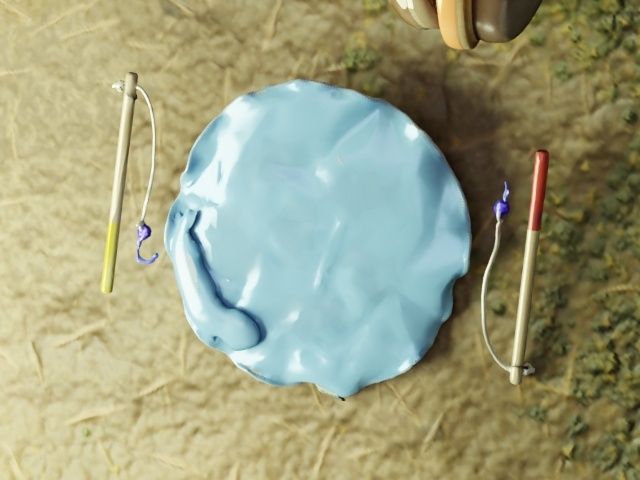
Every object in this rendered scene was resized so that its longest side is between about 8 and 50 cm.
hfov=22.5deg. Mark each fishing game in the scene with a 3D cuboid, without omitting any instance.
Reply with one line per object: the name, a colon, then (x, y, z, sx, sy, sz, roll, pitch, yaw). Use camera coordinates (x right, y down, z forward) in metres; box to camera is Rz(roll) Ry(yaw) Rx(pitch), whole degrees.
fishing game: (0.000, 0.000, 0.933, 0.264, 0.041, 0.189, 8, 105, 15)

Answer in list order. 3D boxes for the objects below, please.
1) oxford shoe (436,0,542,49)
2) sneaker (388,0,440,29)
oxford shoe: (0.157, -0.258, 0.807, 0.133, 0.130, 0.363, 22, 102, 12)
sneaker: (0.022, -0.197, 0.905, 0.071, 0.066, 0.188, -24, 80, 38)
